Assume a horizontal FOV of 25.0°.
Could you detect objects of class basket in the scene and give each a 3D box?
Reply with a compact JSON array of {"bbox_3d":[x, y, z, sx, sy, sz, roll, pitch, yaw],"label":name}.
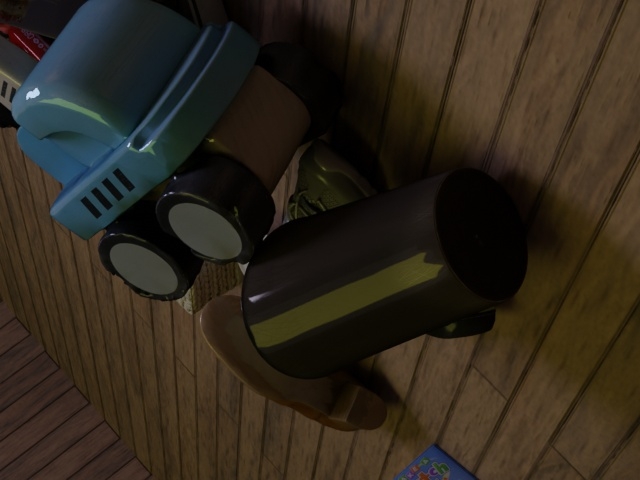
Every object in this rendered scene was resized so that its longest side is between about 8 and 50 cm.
[{"bbox_3d":[-0.176,0.011,2.002,0.113,0.103,0.167,44,157,20],"label":"basket"},{"bbox_3d":[0.067,0.025,1.355,0.227,0.204,0.154,-22,101,44],"label":"basket"}]

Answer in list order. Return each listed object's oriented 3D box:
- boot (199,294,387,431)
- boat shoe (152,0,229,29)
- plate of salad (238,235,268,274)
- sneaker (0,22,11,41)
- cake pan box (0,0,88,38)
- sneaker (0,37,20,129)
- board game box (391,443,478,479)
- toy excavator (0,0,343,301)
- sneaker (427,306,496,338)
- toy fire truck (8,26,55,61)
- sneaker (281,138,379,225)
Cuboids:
[{"bbox_3d":[-0.059,0.169,1.922,0.295,0.104,0.211,33,168,-16],"label":"boot"},{"bbox_3d":[-0.202,-0.291,1.543,0.121,0.119,0.335,23,144,53],"label":"boat shoe"},{"bbox_3d":[-0.042,0.049,1.856,0.200,0.048,0.200,41,158,20],"label":"plate of salad"},{"bbox_3d":[-0.430,-0.350,1.974,0.097,0.135,0.276,36,180,8],"label":"sneaker"},{"bbox_3d":[-0.338,-0.290,1.716,0.267,0.070,0.246,12,-166,-44],"label":"cake pan box"},{"bbox_3d":[-0.469,-0.204,2.203,0.283,0.124,0.107,47,161,-21],"label":"sneaker"},{"bbox_3d":[0.159,0.370,1.794,0.211,0.160,0.039,38,156,35],"label":"board game box"},{"bbox_3d":[-0.267,-0.150,1.496,0.445,0.222,0.433,40,146,-15],"label":"toy excavator"},{"bbox_3d":[0.113,0.041,1.514,0.235,0.084,0.097,5,105,62],"label":"sneaker"},{"bbox_3d":[-0.379,-0.189,1.905,0.217,0.246,0.158,45,159,20],"label":"toy fire truck"},{"bbox_3d":[0.000,0.000,1.593,0.105,0.115,0.281,43,157,25],"label":"sneaker"}]
